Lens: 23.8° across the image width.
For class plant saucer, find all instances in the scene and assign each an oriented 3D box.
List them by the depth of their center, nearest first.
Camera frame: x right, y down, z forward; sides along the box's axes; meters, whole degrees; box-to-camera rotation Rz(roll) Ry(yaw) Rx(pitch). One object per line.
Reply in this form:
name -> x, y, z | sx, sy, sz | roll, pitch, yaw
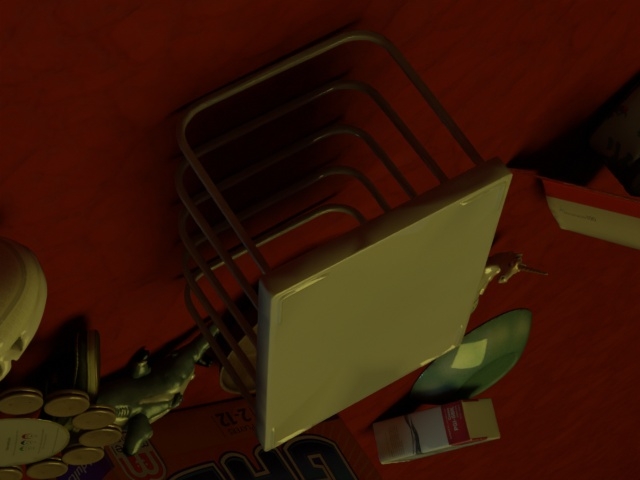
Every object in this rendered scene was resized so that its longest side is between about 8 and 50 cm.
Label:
plant saucer -> -0.021, 0.074, 1.466 | 0.198, 0.036, 0.198 | -31, 157, -14
plant saucer -> 0.207, 0.164, 1.977 | 0.195, 0.037, 0.195 | -30, 157, -15

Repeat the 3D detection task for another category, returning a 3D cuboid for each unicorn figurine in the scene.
unicorn figurine -> 0.162, 0.057, 1.682 | 0.111, 0.060, 0.162 | -27, 173, -22

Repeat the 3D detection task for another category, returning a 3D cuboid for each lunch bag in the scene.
lunch bag -> 0.385, -0.123, 1.593 | 0.176, 0.090, 0.219 | -45, 158, 15

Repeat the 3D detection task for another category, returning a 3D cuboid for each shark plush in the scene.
shark plush -> -0.150, 0.128, 1.368 | 0.161, 0.073, 0.067 | -30, 127, 1

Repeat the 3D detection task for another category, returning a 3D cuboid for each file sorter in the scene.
file sorter -> 0.000, 0.000, 1.162 | 0.193, 0.173, 0.278 | -28, 156, -17

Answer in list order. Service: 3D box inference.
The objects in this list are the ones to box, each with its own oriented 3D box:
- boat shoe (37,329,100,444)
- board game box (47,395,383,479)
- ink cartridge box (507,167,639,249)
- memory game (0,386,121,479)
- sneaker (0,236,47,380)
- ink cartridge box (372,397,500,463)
boat shoe -> -0.213, 0.127, 1.270 | 0.049, 0.056, 0.152 | 7, 138, -12
board game box -> -0.118, 0.415, 1.587 | 0.356, 0.356, 0.356 | -5, 143, -52
ink cartridge box -> 0.317, -0.018, 1.551 | 0.232, 0.189, 0.066 | 2, 101, -51
memory game -> -0.255, 0.162, 1.246 | 0.186, 0.012, 0.186 | -8, 151, -5
sneaker -> -0.309, 0.072, 0.963 | 0.292, 0.110, 0.118 | -28, 148, -20
ink cartridge box -> 0.150, 0.247, 1.974 | 0.135, 0.056, 0.099 | -18, 167, 27
